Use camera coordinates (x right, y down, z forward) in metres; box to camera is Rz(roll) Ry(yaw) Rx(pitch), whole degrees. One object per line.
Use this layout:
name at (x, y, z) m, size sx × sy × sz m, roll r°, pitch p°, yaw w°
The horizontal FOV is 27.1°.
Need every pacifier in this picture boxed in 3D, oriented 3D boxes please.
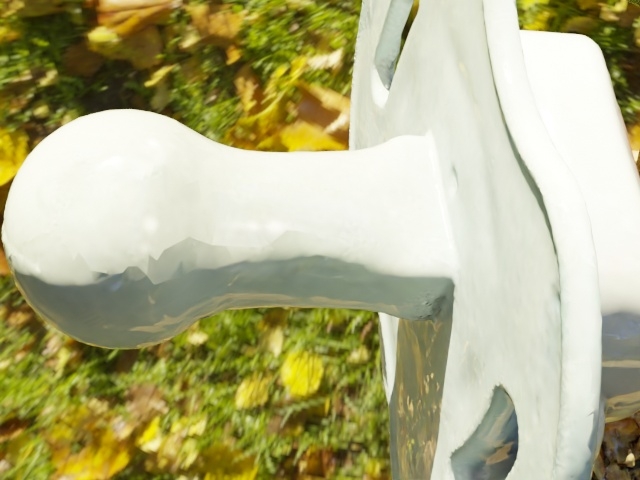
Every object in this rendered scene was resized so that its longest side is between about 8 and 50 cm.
pacifier at (0.000, 0.000, 0.484) m, size 0.226 × 0.238 × 0.287 m, roll 3°, pitch 60°, yaw -14°

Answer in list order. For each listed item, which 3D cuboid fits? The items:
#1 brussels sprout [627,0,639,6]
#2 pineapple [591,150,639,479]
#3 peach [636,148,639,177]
brussels sprout at (0.194, -0.215, 0.611) m, size 0.244 × 0.244 × 0.244 m, roll 1°, pitch 102°, yaw 3°
pineapple at (0.250, 0.079, 1.015) m, size 0.344 × 0.209 × 0.286 m, roll -1°, pitch 59°, yaw 5°
peach at (0.283, -0.038, 0.741) m, size 0.200 × 0.243 × 0.243 m, roll 16°, pitch 102°, yaw -6°
